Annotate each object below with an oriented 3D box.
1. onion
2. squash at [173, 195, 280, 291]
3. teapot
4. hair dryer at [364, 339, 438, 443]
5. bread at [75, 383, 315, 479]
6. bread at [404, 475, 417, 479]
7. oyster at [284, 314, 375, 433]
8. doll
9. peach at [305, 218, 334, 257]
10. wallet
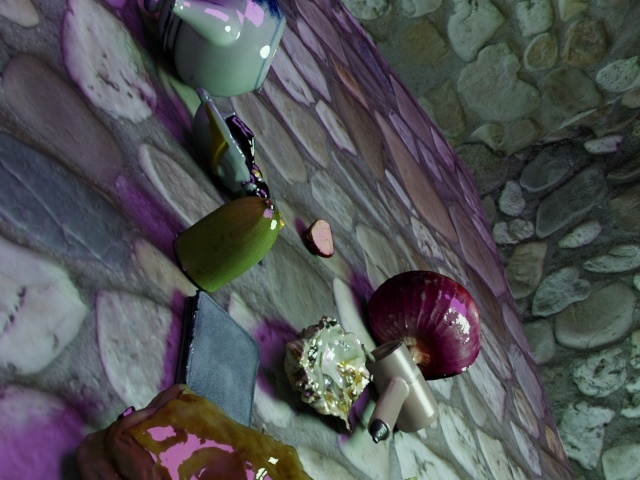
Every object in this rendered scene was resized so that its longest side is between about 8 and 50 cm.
[{"bbox_3d":[0.246,0.185,2.027,0.272,0.256,0.230,-109,179,-67],"label":"onion"},{"bbox_3d":[-0.143,-0.009,1.414,0.123,0.186,0.123,44,25,-26],"label":"squash"},{"bbox_3d":[-0.221,-0.425,1.707,0.280,0.252,0.424,22,6,-5],"label":"teapot"},{"bbox_3d":[0.146,0.350,1.759,0.189,0.107,0.344,62,20,-5],"label":"hair dryer"},{"bbox_3d":[-0.101,0.344,1.055,0.370,0.191,0.314,63,21,5],"label":"bread"},{"bbox_3d":[0.158,0.524,1.602,0.074,0.084,0.139,22,45,-62],"label":"bread"},{"bbox_3d":[0.004,0.237,1.598,0.354,0.107,0.201,52,39,-58],"label":"oyster"},{"bbox_3d":[-0.163,-0.156,1.661,0.316,0.103,0.145,60,25,-23],"label":"doll"},{"bbox_3d":[0.000,0.000,1.927,0.083,0.050,0.077,48,46,-10],"label":"peach"},{"bbox_3d":[-0.157,0.196,1.329,0.167,0.036,0.222,49,26,-34],"label":"wallet"}]
